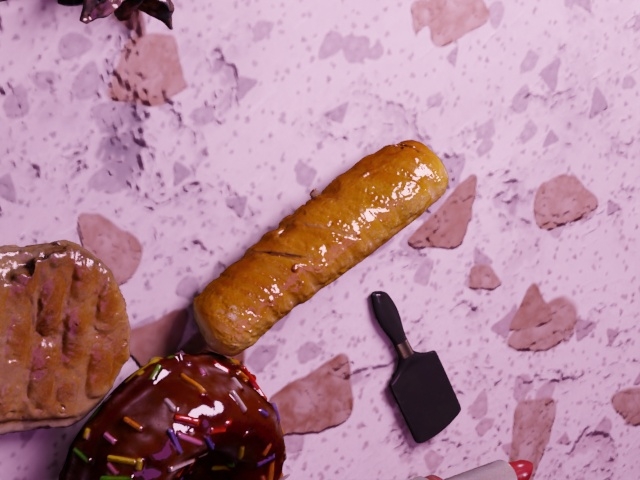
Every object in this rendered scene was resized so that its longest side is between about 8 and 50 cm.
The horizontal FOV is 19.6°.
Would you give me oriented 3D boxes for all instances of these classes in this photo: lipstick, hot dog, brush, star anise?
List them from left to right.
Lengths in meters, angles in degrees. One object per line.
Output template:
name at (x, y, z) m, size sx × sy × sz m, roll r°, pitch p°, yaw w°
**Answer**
star anise at (-0.155, -0.240, 1.522) m, size 0.124 × 0.056 × 0.129 m, roll -4°, pitch 103°, yaw -53°
hot dog at (0.001, 0.003, 1.714) m, size 0.286 × 0.088 × 0.061 m, roll -43°, pitch 161°, yaw -17°
brush at (0.090, 0.122, 1.871) m, size 0.063 × 0.016 × 0.193 m, roll -37°, pitch 126°, yaw -19°
lipstick at (0.157, 0.264, 1.953) m, size 0.186 × 0.057 × 0.063 m, roll -15°, pitch 116°, yaw -33°

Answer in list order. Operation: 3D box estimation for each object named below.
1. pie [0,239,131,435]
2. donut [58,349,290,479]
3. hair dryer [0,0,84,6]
pie at (-0.251, 0.084, 1.593) m, size 0.195 × 0.046 × 0.195 m, roll -15°, pitch 118°, yaw -30°
donut at (-0.126, 0.211, 1.686) m, size 0.230 × 0.096 × 0.216 m, roll -34°, pitch 136°, yaw -22°
hair dryer at (-0.231, -0.209, 1.506) m, size 0.083 × 0.026 × 0.047 m, roll -16°, pitch 115°, yaw -22°
